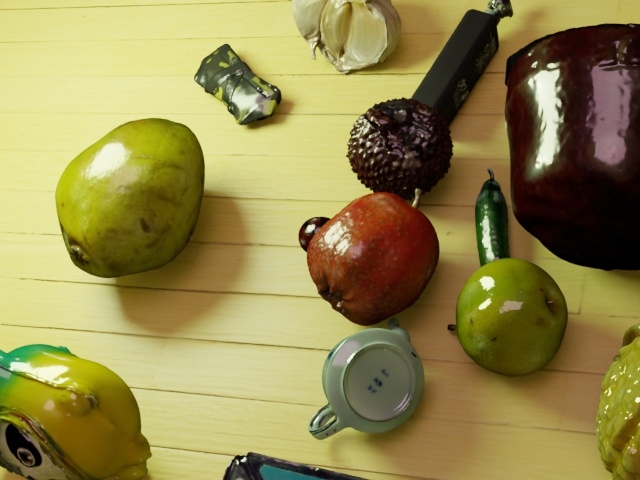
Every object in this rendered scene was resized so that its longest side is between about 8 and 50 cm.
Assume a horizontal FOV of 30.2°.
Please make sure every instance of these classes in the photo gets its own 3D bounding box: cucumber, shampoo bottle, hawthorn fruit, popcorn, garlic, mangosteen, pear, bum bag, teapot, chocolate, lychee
[{"bbox_3d":[0.286,-0.012,1.965,0.056,0.056,0.250,-8,56,14],"label":"cucumber"},{"bbox_3d":[0.261,-0.331,2.163,0.071,0.098,0.309,20,66,29],"label":"shampoo bottle"},{"bbox_3d":[0.101,0.013,1.921,0.205,0.205,0.253,31,66,33],"label":"hawthorn fruit"},{"bbox_3d":[0.487,0.220,1.627,0.173,0.225,0.286,22,60,-5],"label":"popcorn"},{"bbox_3d":[0.059,-0.432,2.288,0.229,0.178,0.143,32,39,15],"label":"garlic"},{"bbox_3d":[0.001,-0.003,2.041,0.081,0.081,0.081,-9,54,13],"label":"mangosteen"},{"bbox_3d":[-0.330,-0.078,2.100,0.269,0.269,0.321,10,49,25],"label":"pear"},{"bbox_3d":[-0.162,-0.300,2.314,0.106,0.060,0.232,-43,52,-1],"label":"bum bag"},{"bbox_3d":[0.273,0.124,1.819,0.216,0.166,0.180,-21,60,37],"label":"pear"},{"bbox_3d":[0.066,0.216,1.841,0.159,0.159,0.232,32,76,33],"label":"teapot"},{"bbox_3d":[0.457,-0.115,1.824,0.383,0.383,0.331,0,74,19],"label":"chocolate"},{"bbox_3d":[0.137,-0.152,2.036,0.188,0.188,0.188,-9,54,13],"label":"lychee"}]

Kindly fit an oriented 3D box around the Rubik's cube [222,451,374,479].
[{"bbox_3d":[0.006,0.485,1.557,0.305,0.307,0.310,10,61,24],"label":"Rubik's cube"}]

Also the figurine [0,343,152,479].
[{"bbox_3d":[-0.426,0.271,1.877,0.340,0.324,0.231,4,53,39],"label":"figurine"}]
